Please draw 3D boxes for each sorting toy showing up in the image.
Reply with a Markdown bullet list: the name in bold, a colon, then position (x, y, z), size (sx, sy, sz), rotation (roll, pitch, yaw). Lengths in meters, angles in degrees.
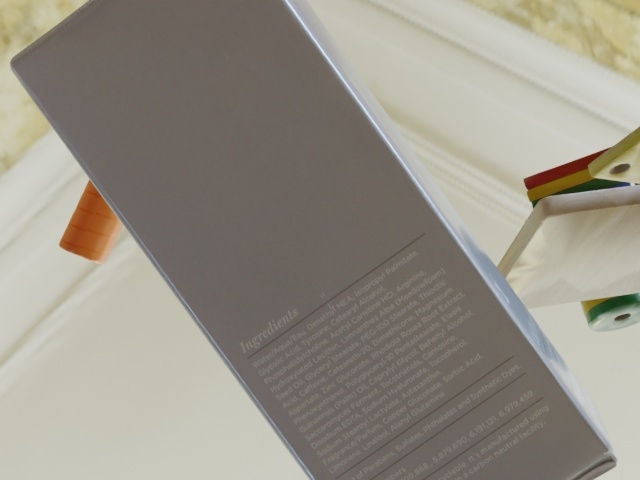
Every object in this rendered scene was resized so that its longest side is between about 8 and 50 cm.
- **sorting toy**: position (0.169, -0.015, 0.910), size (0.132, 0.274, 0.046), rotation (-8, -115, -15)

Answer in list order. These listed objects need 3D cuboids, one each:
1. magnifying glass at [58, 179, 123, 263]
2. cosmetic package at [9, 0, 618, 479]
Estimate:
- **magnifying glass**: position (-0.062, -0.098, 0.714), size (0.026, 0.092, 0.231), rotation (23, -91, 6)
- **cosmetic package**: position (0.000, 0.000, 0.592), size (0.107, 0.238, 0.127), rotation (-33, -175, 7)
